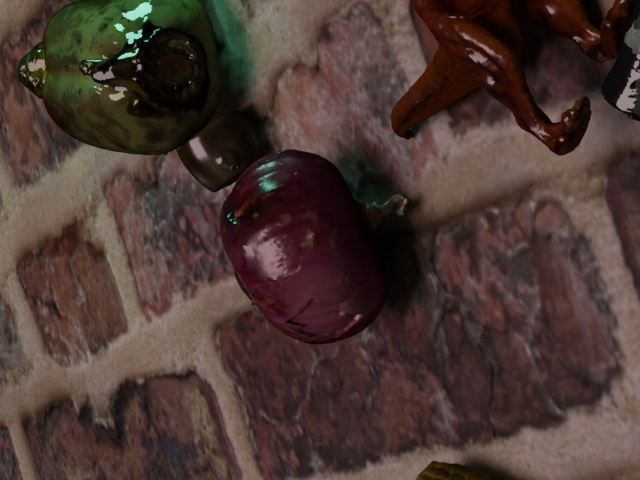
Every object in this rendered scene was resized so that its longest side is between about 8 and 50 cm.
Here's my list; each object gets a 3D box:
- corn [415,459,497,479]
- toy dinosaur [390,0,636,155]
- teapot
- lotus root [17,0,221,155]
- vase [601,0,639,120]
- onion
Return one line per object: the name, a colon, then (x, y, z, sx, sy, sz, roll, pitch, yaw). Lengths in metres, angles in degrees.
corn: (0.151, 0.242, 1.484, 0.238, 0.080, 0.080, 16, 118, 55)
toy dinosaur: (0.127, -0.146, 1.289, 0.208, 0.097, 0.432, 39, 150, 24)
teapot: (-0.092, -0.079, 1.741, 0.068, 0.076, 0.121, 56, 176, 1)
lotus root: (-0.204, -0.177, 1.798, 0.309, 0.173, 0.173, 11, 114, 57)
vase: (0.227, -0.163, 1.164, 0.059, 0.059, 0.167, 44, 139, 41)
onion: (-0.010, 0.004, 1.569, 0.177, 0.153, 0.177, 44, 155, 27)
